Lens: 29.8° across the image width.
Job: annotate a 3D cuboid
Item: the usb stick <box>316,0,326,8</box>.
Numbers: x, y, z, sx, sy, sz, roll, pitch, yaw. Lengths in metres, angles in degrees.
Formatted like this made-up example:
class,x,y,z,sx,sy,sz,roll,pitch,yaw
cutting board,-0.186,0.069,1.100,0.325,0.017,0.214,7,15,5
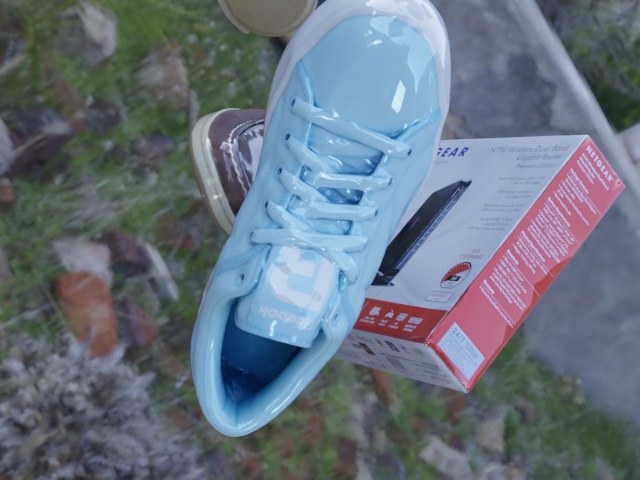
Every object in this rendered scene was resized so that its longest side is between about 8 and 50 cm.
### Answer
class,x,y,z,sx,sy,sz,roll,pitch,yaw
usb stick,0.105,-0.229,1.029,0.077,0.278,0.045,0,90,-67

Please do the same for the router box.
class,x,y,z,sx,sy,sz,roll,pitch,yaw
router box,0.134,0.013,1.386,0.082,0.301,0.335,49,-21,-23

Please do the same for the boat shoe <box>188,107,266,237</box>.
class,x,y,z,sx,sy,sz,roll,pitch,yaw
boat shoe,-0.006,-0.077,1.113,0.342,0.123,0.123,-7,78,-69

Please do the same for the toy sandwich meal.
class,x,y,z,sx,sy,sz,roll,pitch,yaw
toy sandwich meal,-0.037,-0.189,0.895,0.085,0.086,0.029,59,26,-9

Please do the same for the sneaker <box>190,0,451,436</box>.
class,x,y,z,sx,sy,sz,roll,pitch,yaw
sneaker,0.000,0.000,0.860,0.135,0.366,0.150,14,36,-9
